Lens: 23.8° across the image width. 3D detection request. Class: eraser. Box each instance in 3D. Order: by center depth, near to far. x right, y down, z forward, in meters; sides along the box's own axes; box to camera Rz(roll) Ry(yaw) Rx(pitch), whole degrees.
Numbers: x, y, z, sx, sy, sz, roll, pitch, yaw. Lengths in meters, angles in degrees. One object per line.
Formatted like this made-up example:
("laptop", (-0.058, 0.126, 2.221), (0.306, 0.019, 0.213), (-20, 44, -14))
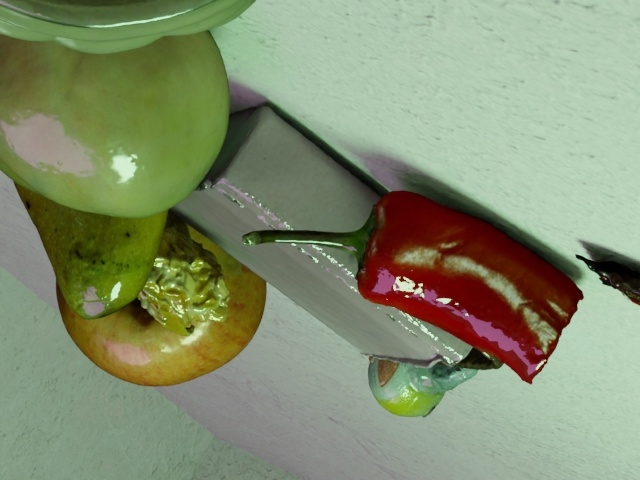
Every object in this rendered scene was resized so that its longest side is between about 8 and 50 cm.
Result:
("eraser", (0.000, 0.000, 1.777), (0.359, 0.122, 0.272), (38, 166, -17))

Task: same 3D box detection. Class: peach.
("peach", (-0.228, -0.161, 1.501), (0.292, 0.247, 0.292), (56, 165, 24))

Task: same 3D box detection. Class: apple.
("apple", (-0.214, 0.059, 2.095), (0.299, 0.299, 0.275), (28, 177, 17))

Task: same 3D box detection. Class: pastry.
("pastry", (-0.196, 0.018, 1.862), (0.154, 0.102, 0.250), (38, -172, -35))

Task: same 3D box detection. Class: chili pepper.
("chili pepper", (0.103, 0.016, 1.584), (0.338, 0.131, 0.134), (28, -170, 4))

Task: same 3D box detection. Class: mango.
("mango", (-0.260, -0.077, 1.718), (0.175, 0.329, 0.176), (2, 140, -23))

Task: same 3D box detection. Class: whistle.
("whistle", (0.139, 0.175, 2.084), (0.123, 0.123, 0.223), (37, 151, -18))

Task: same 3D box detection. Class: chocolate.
("chocolate", (0.329, 0.055, 1.448), (0.182, 0.028, 0.086), (22, 169, 40))

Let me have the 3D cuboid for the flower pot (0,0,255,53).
("flower pot", (-0.134, -0.265, 0.914), (0.307, 0.307, 0.244), (36, -179, -12))

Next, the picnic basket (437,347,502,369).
("picnic basket", (0.163, 0.114, 1.926), (0.110, 0.055, 0.193), (39, 165, -20))
